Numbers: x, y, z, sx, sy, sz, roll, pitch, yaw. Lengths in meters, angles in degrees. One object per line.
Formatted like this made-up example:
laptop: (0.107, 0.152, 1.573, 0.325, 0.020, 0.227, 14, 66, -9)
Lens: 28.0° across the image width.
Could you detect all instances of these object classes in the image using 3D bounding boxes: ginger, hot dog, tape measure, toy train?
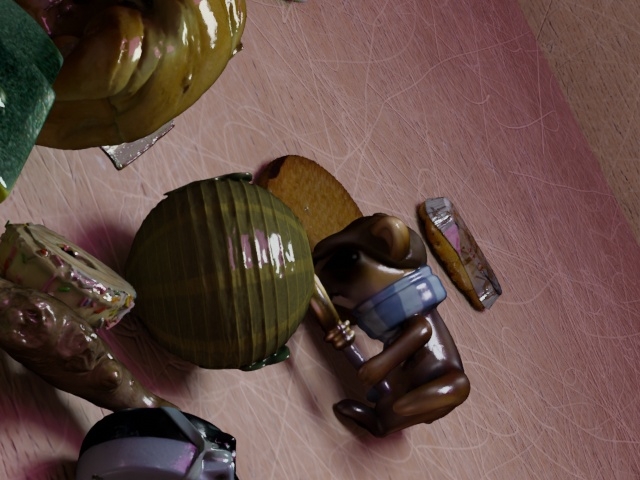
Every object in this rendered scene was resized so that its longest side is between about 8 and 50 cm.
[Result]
ginger: (-0.280, 0.112, 1.370, 0.080, 0.166, 0.333, -62, 145, -11)
hot dog: (0.274, 0.027, 2.497, 0.253, 0.069, 0.131, 57, 18, -14)
tape measure: (-0.175, 0.261, 1.398, 0.182, 0.181, 0.107, 85, 5, -51)
toy train: (-0.398, -0.072, 1.235, 0.179, 0.272, 0.442, 43, 32, -25)

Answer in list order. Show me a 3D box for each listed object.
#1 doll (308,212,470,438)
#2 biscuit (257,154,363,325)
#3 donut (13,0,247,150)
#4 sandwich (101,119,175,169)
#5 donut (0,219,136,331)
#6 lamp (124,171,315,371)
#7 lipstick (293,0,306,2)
doll: (0.096, 0.132, 1.927, 0.318, 0.209, 0.340, -13, 84, -74)
biscuit: (0.000, 0.000, 2.087, 0.305, 0.038, 0.305, 37, 37, -35)
donut: (-0.266, -0.270, 1.594, 0.360, 0.360, 0.170, -90, 156, -43)
sandwich: (-0.275, -0.150, 1.800, 0.116, 0.074, 0.074, -45, 107, -28)
donut: (-0.292, 0.043, 1.457, 0.174, 0.068, 0.174, 34, 3, -2)
lamp: (-0.148, 0.049, 1.615, 0.250, 0.284, 0.250, 170, -90, -80)
lipstick: (-0.117, -0.501, 2.321, 0.304, 0.076, 0.076, 8, 58, -56)
